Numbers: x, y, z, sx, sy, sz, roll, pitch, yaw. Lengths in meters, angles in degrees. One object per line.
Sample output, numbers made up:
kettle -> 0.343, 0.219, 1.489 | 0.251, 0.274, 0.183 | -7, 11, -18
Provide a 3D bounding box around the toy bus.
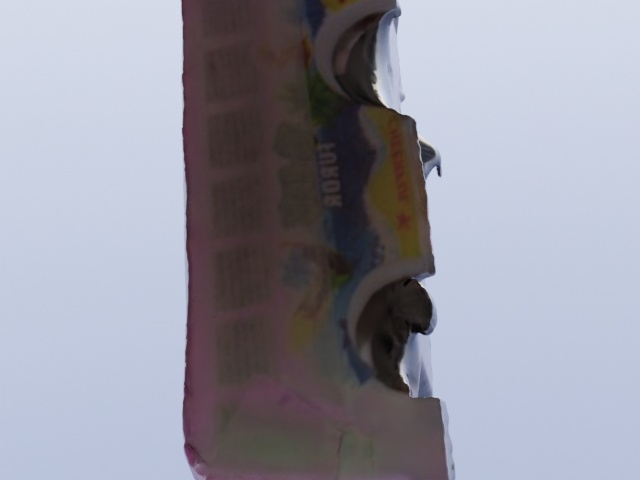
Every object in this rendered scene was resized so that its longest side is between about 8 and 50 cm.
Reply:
toy bus -> 0.000, 0.000, 0.741 | 0.112, 0.090, 0.274 | -5, -121, 2
